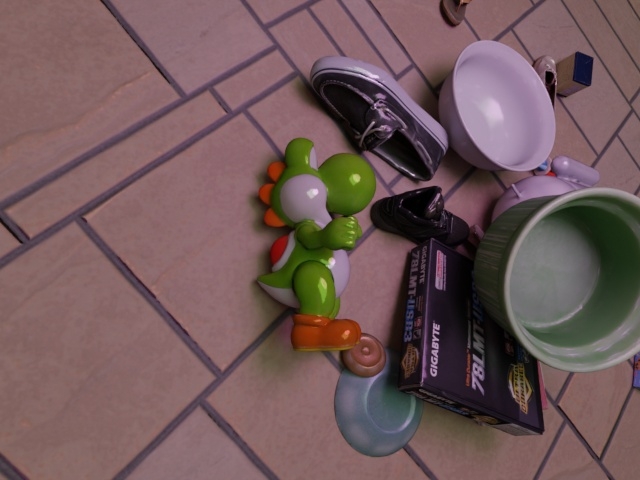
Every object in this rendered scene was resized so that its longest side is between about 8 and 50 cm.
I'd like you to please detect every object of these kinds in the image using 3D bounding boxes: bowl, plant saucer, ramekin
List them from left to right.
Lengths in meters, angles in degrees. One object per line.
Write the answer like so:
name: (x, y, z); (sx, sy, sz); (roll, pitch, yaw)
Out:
plant saucer: (0.080, 0.202, 0.779); (0.084, 0.015, 0.083); (7, 54, -9)
plant saucer: (0.120, 0.292, 0.786); (0.195, 0.037, 0.194); (5, 78, -25)
bowl: (0.369, -0.275, 0.971); (0.298, 0.134, 0.297); (6, 76, -24)
ramekin: (0.426, 0.059, 0.760); (0.304, 0.148, 0.303); (-1, 97, -7)

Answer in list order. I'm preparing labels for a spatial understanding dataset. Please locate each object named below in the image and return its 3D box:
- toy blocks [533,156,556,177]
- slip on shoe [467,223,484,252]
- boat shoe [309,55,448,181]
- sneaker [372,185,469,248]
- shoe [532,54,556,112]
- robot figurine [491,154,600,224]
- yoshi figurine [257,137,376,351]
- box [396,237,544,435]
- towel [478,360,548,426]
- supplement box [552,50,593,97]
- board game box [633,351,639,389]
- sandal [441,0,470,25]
toy blocks: (0.578, -0.146, 1.088); (0.148, 0.054, 0.123); (16, 72, -22)
slip on shoe: (0.366, 0.023, 0.960); (0.041, 0.051, 0.135); (-36, 113, 17)
boat shoe: (0.121, -0.230, 0.849); (0.335, 0.121, 0.119); (26, 65, -21)
sneaker: (0.229, -0.041, 0.859); (0.228, 0.130, 0.087); (18, 74, -23)
shoe: (0.603, -0.410, 1.154); (0.077, 0.058, 0.218); (24, 70, -19)
robot figurine: (0.530, -0.031, 0.958); (0.354, 0.200, 0.299); (9, 92, -23)
yoshi figurine: (0.026, -0.005, 0.731); (0.203, 0.204, 0.361); (4, 75, -41)
box: (0.292, 0.183, 0.832); (0.294, 0.073, 0.295); (28, 54, -21)
towel: (0.398, 0.303, 0.924); (0.197, 0.029, 0.144); (-3, 80, -23)
supplement box: (0.682, -0.449, 1.177); (0.056, 0.083, 0.083); (13, 81, -16)
board game box: (0.907, 0.311, 1.157); (0.160, 0.039, 0.211); (26, 70, -19)
sandal: (0.356, -0.615, 1.085); (0.072, 0.049, 0.180); (37, 66, -14)
